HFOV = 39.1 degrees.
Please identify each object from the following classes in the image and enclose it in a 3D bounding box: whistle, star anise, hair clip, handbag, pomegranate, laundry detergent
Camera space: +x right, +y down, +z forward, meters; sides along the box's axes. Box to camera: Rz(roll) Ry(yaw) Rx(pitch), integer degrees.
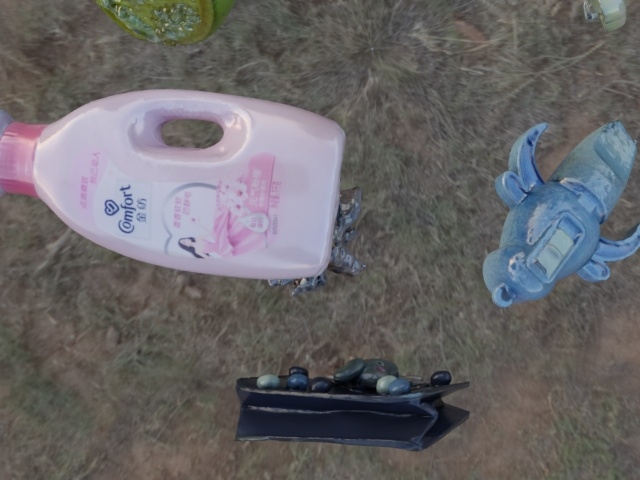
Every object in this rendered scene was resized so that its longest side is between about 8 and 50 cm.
[{"bbox_3d":[0.262,-0.028,0.977,0.180,0.093,0.269,45,64,-5],"label":"whistle"},{"bbox_3d":[0.000,0.000,1.433,0.093,0.236,0.229,23,72,34],"label":"star anise"},{"bbox_3d":[0.329,-0.353,1.147,0.071,0.159,0.218,-26,136,29],"label":"hair clip"},{"bbox_3d":[0.055,0.248,1.418,0.326,0.269,0.118,-1,89,26],"label":"handbag"},{"bbox_3d":[-0.182,-0.417,1.152,0.359,0.309,0.216,4,59,21],"label":"pomegranate"},{"bbox_3d":[-0.151,-0.058,0.794,0.336,0.088,0.158,9,92,3],"label":"laundry detergent"}]
